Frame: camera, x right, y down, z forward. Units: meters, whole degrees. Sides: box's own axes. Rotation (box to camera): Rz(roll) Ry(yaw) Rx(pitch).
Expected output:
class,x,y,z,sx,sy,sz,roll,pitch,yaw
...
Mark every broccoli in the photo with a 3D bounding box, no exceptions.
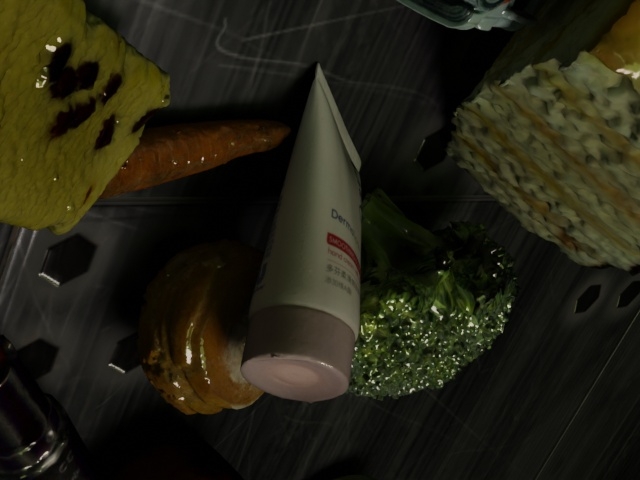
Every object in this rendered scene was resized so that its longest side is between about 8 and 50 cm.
class,x,y,z,sx,sy,sz,roll,pitch,yaw
broccoli,0.077,0.046,1.083,0.176,0.198,0.226,37,64,-23

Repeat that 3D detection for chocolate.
class,x,y,z,sx,sy,sz,roll,pitch,yaw
chocolate,-0.132,0.265,1.085,0.177,0.177,0.177,-27,141,-25

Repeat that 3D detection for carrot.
class,x,y,z,sx,sy,sz,roll,pitch,yaw
carrot,-0.102,-0.064,0.890,0.191,0.047,0.047,-14,134,-39

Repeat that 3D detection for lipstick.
class,x,y,z,sx,sy,sz,roll,pitch,yaw
lipstick,-0.234,0.143,0.927,0.081,0.081,0.299,-35,144,-15

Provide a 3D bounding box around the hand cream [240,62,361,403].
class,x,y,z,sx,sy,sz,roll,pitch,yaw
hand cream,0.000,0.000,0.951,0.133,0.083,0.248,64,31,-57

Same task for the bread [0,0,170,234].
class,x,y,z,sx,sy,sz,roll,pitch,yaw
bread,-0.176,-0.082,0.645,0.138,0.077,0.361,-56,171,1

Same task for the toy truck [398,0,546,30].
class,x,y,z,sx,sy,sz,roll,pitch,yaw
toy truck,0.151,-0.297,0.849,0.162,0.136,0.305,-1,123,-57

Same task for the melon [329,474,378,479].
class,x,y,z,sx,sy,sz,roll,pitch,yaw
melon,0.014,0.331,1.340,0.167,0.114,0.114,-35,143,-21

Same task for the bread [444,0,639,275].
class,x,y,z,sx,sy,sz,roll,pitch,yaw
bread,0.279,-0.137,0.983,0.264,0.239,0.395,-54,-173,-8

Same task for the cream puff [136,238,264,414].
class,x,y,z,sx,sy,sz,roll,pitch,yaw
cream puff,-0.091,0.069,0.976,0.126,0.103,0.144,4,94,-50
